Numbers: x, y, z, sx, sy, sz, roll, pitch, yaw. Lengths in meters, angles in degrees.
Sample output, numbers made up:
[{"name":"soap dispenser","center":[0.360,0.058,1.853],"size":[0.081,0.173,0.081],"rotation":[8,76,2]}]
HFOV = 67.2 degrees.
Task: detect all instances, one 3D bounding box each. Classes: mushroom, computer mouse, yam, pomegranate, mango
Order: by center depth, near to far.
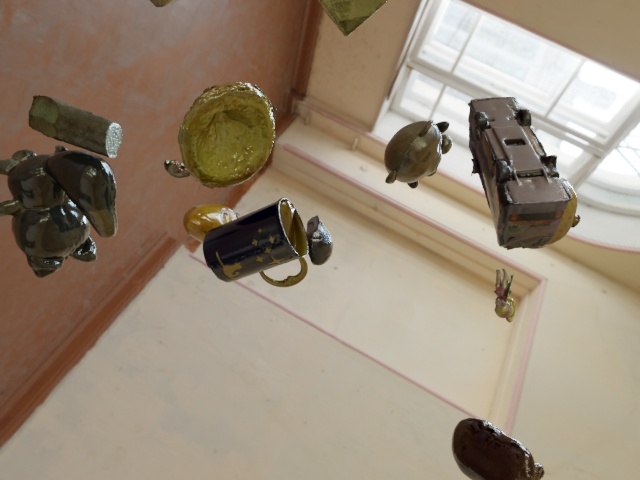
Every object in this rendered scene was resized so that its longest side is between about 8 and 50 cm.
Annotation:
[{"name":"mushroom","center":[0.446,0.532,1.161],"size":[0.148,0.217,0.227],"rotation":[-62,-147,3]},{"name":"yam","center":[-0.653,-0.302,1.260],"size":[0.106,0.259,0.106],"rotation":[19,90,-89]},{"name":"pomegranate","center":[0.590,-0.080,1.310],"size":[0.215,0.215,0.215],"rotation":[-61,173,-12]},{"name":"computer mouse","center":[0.000,0.000,1.499],"size":[0.217,0.073,0.122],"rotation":[-88,163,-69]},{"name":"mango","center":[-0.356,-0.050,1.566],"size":[0.126,0.154,0.252],"rotation":[-42,168,15]}]

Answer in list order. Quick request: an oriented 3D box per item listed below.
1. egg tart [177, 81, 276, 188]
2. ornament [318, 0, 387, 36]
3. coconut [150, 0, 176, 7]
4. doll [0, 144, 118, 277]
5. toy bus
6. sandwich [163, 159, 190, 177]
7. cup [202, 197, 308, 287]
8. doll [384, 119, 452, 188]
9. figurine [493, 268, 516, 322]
[{"name":"egg tart","center":[-0.268,-0.297,1.343],"size":[0.314,0.120,0.315],"rotation":[-25,134,-29]},{"name":"ornament","center":[0.082,-0.617,1.245],"size":[0.201,0.059,0.180],"rotation":[-12,137,-20]},{"name":"coconut","center":[-0.459,-0.836,1.393],"size":[0.329,0.328,0.329],"rotation":[-61,173,-12]},{"name":"doll","center":[-0.750,-0.067,1.388],"size":[0.252,0.378,0.383],"rotation":[-33,122,-44]},{"name":"toy bus","center":[0.338,-0.132,0.867],"size":[0.317,0.112,0.138],"rotation":[-86,172,-45]},{"name":"sandwich","center":[-0.487,-0.244,1.654],"size":[0.067,0.029,0.135],"rotation":[-28,163,20]},{"name":"cup","center":[-0.168,0.044,1.359],"size":[0.256,0.255,0.178],"rotation":[-21,-173,17]},{"name":"doll","center":[0.301,-0.285,1.500],"size":[0.235,0.174,0.330],"rotation":[-54,172,24]},{"name":"figurine","center":[0.649,0.193,1.693],"size":[0.083,0.083,0.188],"rotation":[97,-6,-73]}]
